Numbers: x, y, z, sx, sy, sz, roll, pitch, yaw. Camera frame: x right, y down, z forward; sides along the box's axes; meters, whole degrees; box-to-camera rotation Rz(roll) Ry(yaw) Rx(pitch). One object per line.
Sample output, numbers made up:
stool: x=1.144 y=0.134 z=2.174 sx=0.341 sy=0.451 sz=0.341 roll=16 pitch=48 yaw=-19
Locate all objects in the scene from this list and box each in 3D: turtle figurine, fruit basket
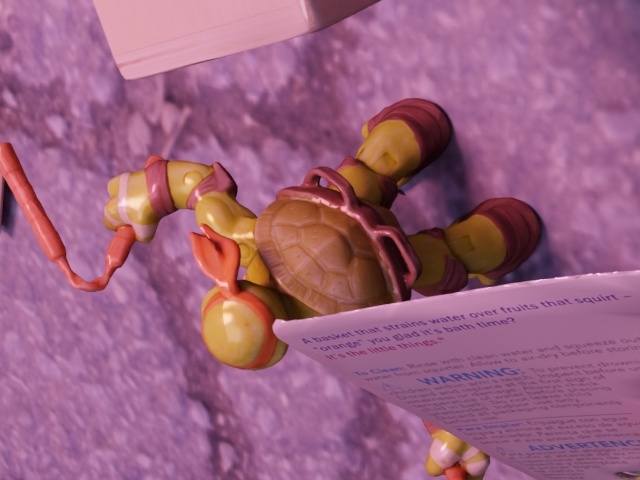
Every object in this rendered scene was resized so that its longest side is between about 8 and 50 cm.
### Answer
turtle figurine: x=0.000 y=0.000 z=0.667 sx=0.269 sy=0.217 sz=0.087 roll=37 pitch=128 yaw=16
fruit basket: x=0.216 y=0.066 z=0.493 sx=0.327 sy=0.165 sz=0.353 roll=-10 pitch=144 yaw=39

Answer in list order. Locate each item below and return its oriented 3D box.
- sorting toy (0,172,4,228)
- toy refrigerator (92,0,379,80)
sorting toy: x=-0.224 y=-0.051 z=0.938 sx=0.062 sy=0.012 sz=0.083 roll=34 pitch=131 yaw=23
toy refrigerator: x=0.020 y=-0.152 z=0.542 sx=0.094 sy=0.269 sz=0.102 roll=-8 pitch=108 yaw=38
